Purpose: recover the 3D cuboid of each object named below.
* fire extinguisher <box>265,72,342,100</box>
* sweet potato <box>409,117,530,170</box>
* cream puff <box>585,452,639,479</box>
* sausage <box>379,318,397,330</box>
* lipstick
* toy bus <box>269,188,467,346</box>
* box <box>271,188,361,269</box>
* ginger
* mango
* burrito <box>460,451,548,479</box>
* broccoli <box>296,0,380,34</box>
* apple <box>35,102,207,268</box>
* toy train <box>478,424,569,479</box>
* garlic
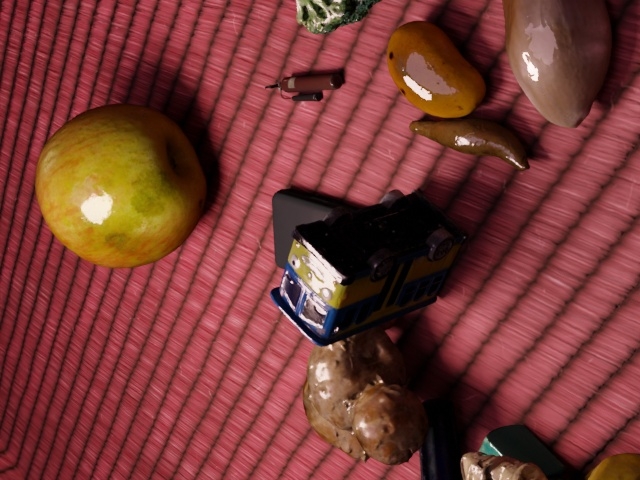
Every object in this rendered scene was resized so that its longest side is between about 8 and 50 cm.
[{"bbox_3d":[-0.024,-0.272,1.898,0.173,0.035,0.049,6,147,48],"label":"fire extinguisher"},{"bbox_3d":[0.218,-0.162,1.629,0.249,0.069,0.059,20,84,44],"label":"sweet potato"},{"bbox_3d":[0.480,0.433,1.453,0.274,0.269,0.323,-100,4,-74],"label":"cream puff"},{"bbox_3d":[0.063,0.139,1.922,0.197,0.076,0.076,-24,86,52],"label":"sausage"},{"bbox_3d":[0.220,0.479,1.870,0.077,0.077,0.418,10,113,47],"label":"lipstick"},{"bbox_3d":[0.078,0.038,1.696,0.138,0.287,0.175,45,132,29],"label":"toy bus"},{"bbox_3d":[0.000,0.000,1.957,0.230,0.050,0.160,18,117,45],"label":"box"},{"bbox_3d":[0.056,0.274,1.875,0.256,0.176,0.375,67,161,6],"label":"ginger"},{"bbox_3d":[0.171,-0.255,1.631,0.178,0.090,0.115,50,130,12],"label":"mango"},{"bbox_3d":[0.299,0.479,1.564,0.175,0.107,0.348,160,97,-68],"label":"burrito"},{"bbox_3d":[0.011,-0.464,1.624,0.265,0.245,0.295,12,90,66],"label":"broccoli"},{"bbox_3d":[-0.398,-0.117,2.167,0.339,0.339,0.340,22,120,43],"label":"apple"},{"bbox_3d":[0.309,0.458,1.728,0.194,0.120,0.298,46,133,37],"label":"toy train"},{"bbox_3d":[0.306,-0.313,1.451,0.143,0.112,0.318,-26,74,54],"label":"garlic"}]
